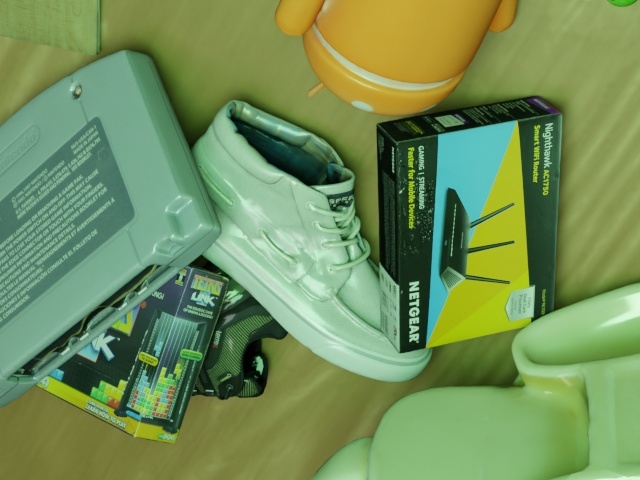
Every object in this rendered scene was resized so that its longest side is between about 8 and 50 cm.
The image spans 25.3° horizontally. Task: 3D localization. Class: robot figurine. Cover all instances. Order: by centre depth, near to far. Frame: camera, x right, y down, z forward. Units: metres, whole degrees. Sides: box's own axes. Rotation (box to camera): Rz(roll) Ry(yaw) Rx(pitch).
[{"bbox_3d":[0.063,-0.176,0.986,0.128,0.158,0.219,34,136,10],"label":"robot figurine"}]

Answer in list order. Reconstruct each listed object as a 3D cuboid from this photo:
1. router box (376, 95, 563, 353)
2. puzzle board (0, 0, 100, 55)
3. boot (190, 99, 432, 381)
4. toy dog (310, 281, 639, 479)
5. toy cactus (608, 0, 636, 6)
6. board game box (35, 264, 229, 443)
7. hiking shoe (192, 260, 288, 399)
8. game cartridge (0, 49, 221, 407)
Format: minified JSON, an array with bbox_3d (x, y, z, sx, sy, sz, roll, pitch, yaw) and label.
[{"bbox_3d":[0.111,-0.012,1.076,0.133,0.046,0.179,-12,120,-16],"label":"router box"},{"bbox_3d":[-0.220,-0.218,1.141,0.096,0.011,0.128,14,120,13],"label":"puzzle board"},{"bbox_3d":[0.000,0.000,1.129,0.258,0.095,0.123,35,130,0],"label":"boot"},{"bbox_3d":[0.207,0.300,1.103,0.395,0.284,0.408,-17,121,10],"label":"toy dog"},{"bbox_3d":[0.245,-0.227,0.930,0.219,0.112,0.180,45,112,4],"label":"toy cactus"},{"bbox_3d":[-0.165,0.074,1.175,0.170,0.048,0.141,17,89,44],"label":"board game box"},{"bbox_3d":[-0.107,0.110,1.233,0.114,0.086,0.227,44,122,-4],"label":"hiking shoe"},{"bbox_3d":[-0.217,-0.013,1.163,0.294,0.060,0.196,-36,67,28],"label":"game cartridge"}]
